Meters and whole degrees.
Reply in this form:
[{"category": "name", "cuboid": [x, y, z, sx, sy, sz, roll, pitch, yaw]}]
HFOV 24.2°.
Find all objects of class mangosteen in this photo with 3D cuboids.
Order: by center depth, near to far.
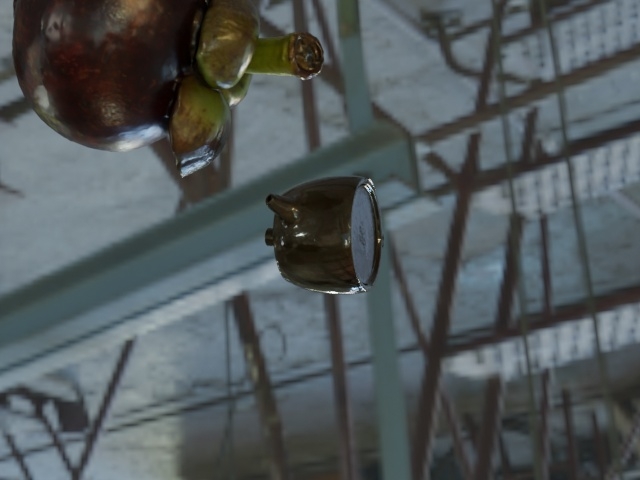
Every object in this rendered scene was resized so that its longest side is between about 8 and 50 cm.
[{"category": "mangosteen", "cuboid": [-0.098, -0.124, 0.919, 0.181, 0.156, 0.146, 3, -165, -16]}]

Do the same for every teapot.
[{"category": "teapot", "cuboid": [0.000, 0.000, 0.966, 0.068, 0.076, 0.121, -1, 154, 19]}]
